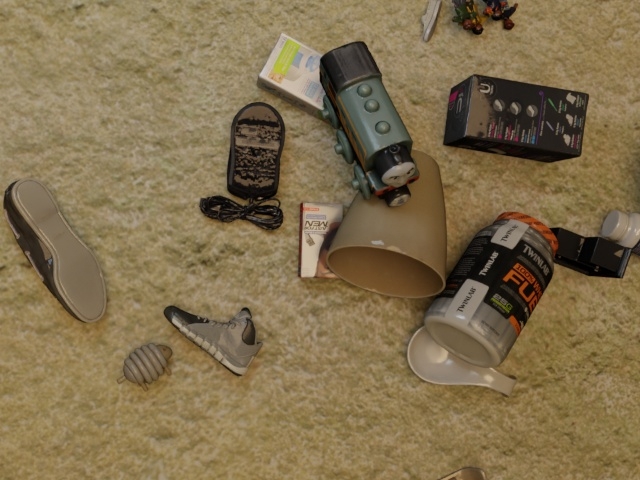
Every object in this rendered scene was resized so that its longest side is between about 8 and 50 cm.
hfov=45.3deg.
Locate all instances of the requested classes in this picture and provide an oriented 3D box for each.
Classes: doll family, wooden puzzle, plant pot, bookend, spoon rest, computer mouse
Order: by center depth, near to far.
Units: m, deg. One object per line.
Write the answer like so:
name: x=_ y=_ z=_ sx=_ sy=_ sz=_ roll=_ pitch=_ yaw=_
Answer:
plant pot: x=0.167 y=-0.050 z=1.656 sx=0.256 sy=0.256 sz=0.274 roll=19 pitch=66 yaw=-7
computer mouse: x=-0.155 y=-0.170 z=1.689 sx=0.188 sy=0.072 sz=0.272 roll=10 pitch=101 yaw=-10
bookend: x=0.591 y=0.025 z=1.740 sx=0.156 sy=0.157 sz=0.072 roll=21 pitch=87 yaw=-8
spoon rest: x=0.327 y=0.282 z=1.740 sx=0.276 sy=0.084 sz=0.137 roll=24 pitch=86 yaw=-8
wooden puzzle: x=0.101 y=0.040 z=1.746 sx=0.078 sy=0.014 sz=0.116 roll=-4 pitch=90 yaw=-12
doll family: x=0.377 y=-0.527 z=1.757 sx=0.193 sy=0.076 sz=0.111 roll=-21 pitch=88 yaw=-10

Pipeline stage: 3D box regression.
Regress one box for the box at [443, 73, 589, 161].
box: x=0.433 y=-0.269 z=1.716 sx=0.270 sy=0.165 sz=0.143 roll=8 pitch=89 yaw=-8

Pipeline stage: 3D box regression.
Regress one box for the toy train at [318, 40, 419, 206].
toy train: x=0.094 y=-0.230 z=1.522 sx=0.142 sy=0.190 sz=0.334 roll=-20 pitch=70 yaw=-5

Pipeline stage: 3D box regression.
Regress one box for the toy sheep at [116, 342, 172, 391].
toy sheep: x=-0.376 y=0.269 z=1.644 sx=0.132 sy=0.091 sz=0.091 roll=-35 pitch=94 yaw=-25

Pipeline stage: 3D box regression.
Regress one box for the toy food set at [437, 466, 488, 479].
toy food set: x=0.268 y=0.675 z=1.725 sx=0.306 sy=0.092 sz=0.220 roll=-23 pitch=93 yaw=-8

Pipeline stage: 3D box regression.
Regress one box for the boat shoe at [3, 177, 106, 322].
boat shoe: x=-0.563 y=0.026 z=1.627 sx=0.112 sy=0.095 sz=0.335 roll=-33 pitch=99 yaw=-42

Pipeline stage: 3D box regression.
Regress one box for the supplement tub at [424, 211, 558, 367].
supplement tub: x=0.380 y=0.101 z=1.673 sx=0.193 sy=0.193 sz=0.316 roll=38 pitch=69 yaw=-6

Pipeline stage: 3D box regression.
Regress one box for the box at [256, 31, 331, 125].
box: x=-0.024 y=-0.350 z=1.685 sx=0.203 sy=0.103 sz=0.114 roll=28 pitch=87 yaw=-7

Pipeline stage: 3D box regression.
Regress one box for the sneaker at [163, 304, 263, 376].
sneaker: x=-0.221 y=0.182 z=1.673 sx=0.228 sy=0.086 sz=0.132 roll=41 pitch=80 yaw=-16

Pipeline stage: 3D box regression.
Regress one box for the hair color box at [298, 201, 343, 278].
hair color box: x=0.000 y=0.000 z=1.712 sx=0.093 sy=0.053 sz=0.167 roll=1 pitch=91 yaw=-9

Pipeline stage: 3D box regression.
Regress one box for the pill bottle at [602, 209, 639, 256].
pill bottle: x=0.752 y=-0.010 z=1.794 sx=0.169 sy=0.094 sz=0.094 roll=21 pitch=87 yaw=-7

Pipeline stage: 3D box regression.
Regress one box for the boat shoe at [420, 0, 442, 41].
boat shoe: x=0.248 y=-0.506 z=1.762 sx=0.035 sy=0.035 sz=0.100 roll=17 pitch=91 yaw=20
